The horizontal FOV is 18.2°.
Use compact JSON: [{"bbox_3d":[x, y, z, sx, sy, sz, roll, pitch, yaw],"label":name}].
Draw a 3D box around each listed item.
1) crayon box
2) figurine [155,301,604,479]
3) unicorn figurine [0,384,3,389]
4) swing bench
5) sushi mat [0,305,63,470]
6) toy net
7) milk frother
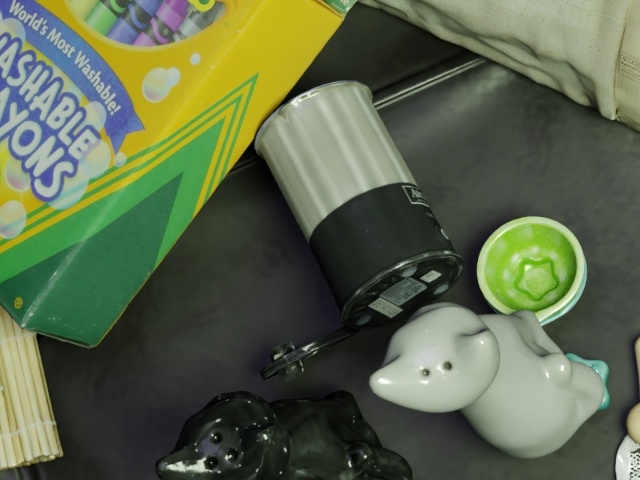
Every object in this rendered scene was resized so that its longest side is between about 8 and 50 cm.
[{"bbox_3d":[-0.129,-0.121,1.275,0.203,0.083,0.323,44,101,32],"label":"crayon box"},{"bbox_3d":[0.035,0.099,1.136,0.215,0.209,0.092,-25,73,17],"label":"figurine"},{"bbox_3d":[-0.268,0.074,1.315,0.162,0.060,0.111,-26,65,23],"label":"unicorn figurine"},{"bbox_3d":[0.151,-0.243,1.286,0.253,0.165,0.255,27,78,22],"label":"swing bench"},{"bbox_3d":[-0.280,0.026,1.373,0.151,0.019,0.316,-20,66,7],"label":"sushi mat"},{"bbox_3d":[0.165,0.097,1.216,0.122,0.045,0.232,-41,65,-4],"label":"toy net"},{"bbox_3d":[0.000,0.000,1.251,0.143,0.129,0.135,-26,66,-2],"label":"milk frother"}]
